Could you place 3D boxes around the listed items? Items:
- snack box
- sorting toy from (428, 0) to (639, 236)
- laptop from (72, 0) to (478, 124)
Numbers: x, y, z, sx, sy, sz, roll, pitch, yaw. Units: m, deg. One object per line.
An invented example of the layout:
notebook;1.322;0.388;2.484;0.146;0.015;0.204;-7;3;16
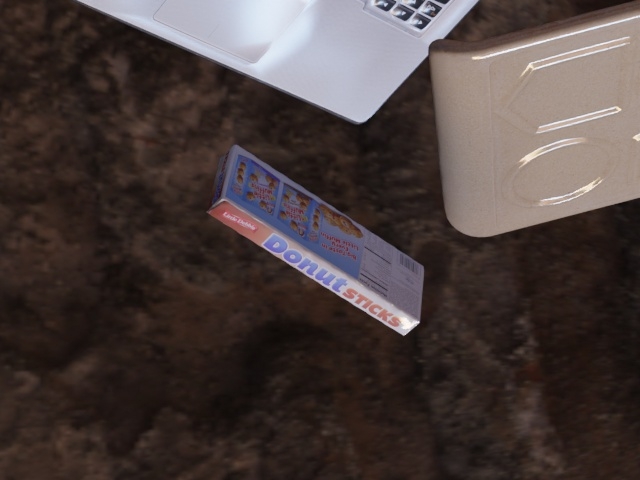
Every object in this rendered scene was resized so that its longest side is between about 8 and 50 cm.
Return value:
snack box;0.000;0.000;1.127;0.022;0.178;0.064;-43;-157;35
sorting toy;0.166;-0.076;0.843;0.208;0.193;0.038;-10;-119;2
laptop;0.075;-0.210;1.123;0.408;0.382;0.236;-46;-131;23
